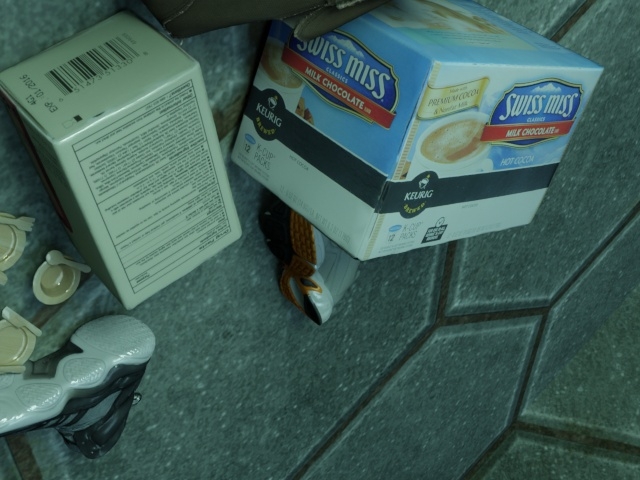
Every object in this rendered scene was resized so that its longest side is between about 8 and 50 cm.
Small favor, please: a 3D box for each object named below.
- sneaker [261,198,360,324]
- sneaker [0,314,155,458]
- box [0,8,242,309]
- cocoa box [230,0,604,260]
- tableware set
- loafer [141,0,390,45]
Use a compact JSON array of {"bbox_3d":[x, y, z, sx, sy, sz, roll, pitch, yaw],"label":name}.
[{"bbox_3d":[0.000,0.000,1.170,0.121,0.099,0.262,-44,155,-22],"label":"sneaker"},{"bbox_3d":[-0.307,0.196,0.983,0.268,0.101,0.153,-23,136,-38],"label":"sneaker"},{"bbox_3d":[-0.185,-0.074,0.836,0.148,0.127,0.232,-34,144,-21],"label":"box"},{"bbox_3d":[0.117,-0.150,1.013,0.347,0.231,0.228,-10,129,-45],"label":"cocoa box"},{"bbox_3d":[-0.318,0.057,0.875,0.141,0.020,0.169,36,80,-52],"label":"tableware set"},{"bbox_3d":[0.005,-0.254,0.770,0.366,0.134,0.130,-4,145,2],"label":"loafer"}]
